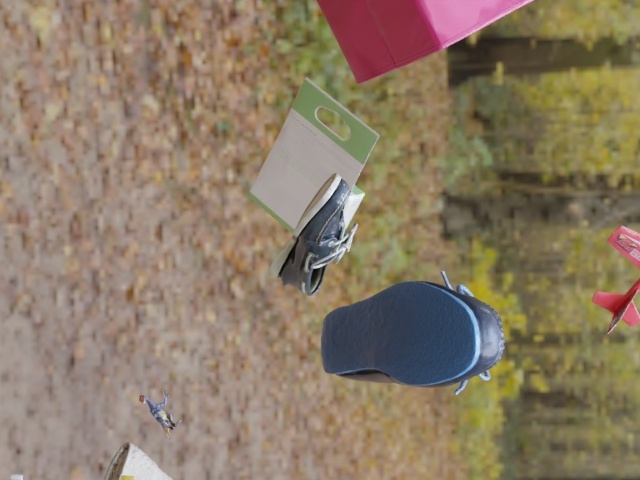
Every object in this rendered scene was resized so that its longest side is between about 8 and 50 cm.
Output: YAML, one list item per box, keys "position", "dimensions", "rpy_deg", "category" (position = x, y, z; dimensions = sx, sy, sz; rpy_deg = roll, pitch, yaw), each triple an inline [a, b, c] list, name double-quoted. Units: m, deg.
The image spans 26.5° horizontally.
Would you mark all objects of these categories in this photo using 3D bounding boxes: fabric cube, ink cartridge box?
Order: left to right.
- position: [-0.002, -0.119, 2.167]
  dimensions: [0.056, 0.171, 0.235]
  rpy_deg: [-12, 136, -54]
  category: "ink cartridge box"
- position: [0.151, -0.424, 2.061]
  dimensions: [0.259, 0.254, 0.258]
  rpy_deg: [-12, -74, 62]
  category: "fabric cube"

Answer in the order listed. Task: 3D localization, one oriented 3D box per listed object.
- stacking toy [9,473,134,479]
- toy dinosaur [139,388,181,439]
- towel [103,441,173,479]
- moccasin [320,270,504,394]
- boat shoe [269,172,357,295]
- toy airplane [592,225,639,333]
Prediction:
- position: [-0.336, 0.407, 1.783]
  dimensions: [0.052, 0.167, 0.221]
  rpy_deg: [96, -5, -49]
  category: "stacking toy"
- position: [-0.290, 0.308, 2.398]
  dimensions: [0.090, 0.082, 0.047]
  rpy_deg: [-61, 174, 29]
  category: "toy dinosaur"
- position: [-0.264, 0.455, 1.964]
  dimensions: [0.187, 0.049, 0.282]
  rpy_deg: [47, 39, -28]
  category: "towel"
- position: [0.120, 0.105, 1.581]
  dimensions: [0.342, 0.117, 0.137]
  rpy_deg: [-1, -96, 63]
  category: "moccasin"
- position: [0.000, 0.000, 1.826]
  dimensions: [0.095, 0.079, 0.254]
  rpy_deg: [-51, 176, -37]
  category: "boat shoe"
- position: [0.371, 0.044, 1.536]
  dimensions: [0.028, 0.151, 0.151]
  rpy_deg: [-103, -174, -66]
  category: "toy airplane"
